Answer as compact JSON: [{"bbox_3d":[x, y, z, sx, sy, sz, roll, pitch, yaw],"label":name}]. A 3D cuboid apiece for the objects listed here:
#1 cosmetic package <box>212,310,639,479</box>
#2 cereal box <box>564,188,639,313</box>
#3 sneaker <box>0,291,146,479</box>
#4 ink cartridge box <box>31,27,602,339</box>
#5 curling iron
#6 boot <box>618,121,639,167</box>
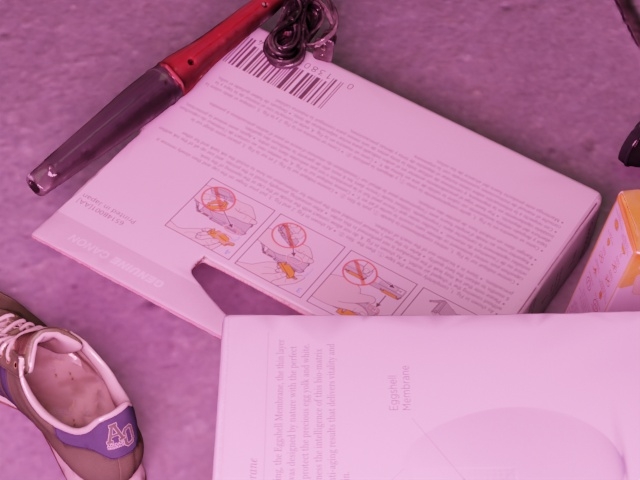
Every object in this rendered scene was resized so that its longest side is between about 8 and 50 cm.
[{"bbox_3d":[0.059,0.157,0.922,0.225,0.138,0.224,1,40,0],"label":"cosmetic package"},{"bbox_3d":[0.237,0.044,1.123,0.173,0.240,0.047,-6,60,-9],"label":"cereal box"},{"bbox_3d":[-0.173,0.075,1.156,0.064,0.086,0.192,-31,59,-28],"label":"sneaker"},{"bbox_3d":[0.000,0.000,1.251,0.296,0.066,0.261,28,52,18],"label":"ink cartridge box"},{"bbox_3d":[-0.090,-0.107,1.270,0.274,0.035,0.068,-33,59,-30],"label":"curling iron"},{"bbox_3d":[0.290,-0.065,1.353,0.121,0.045,0.099,-32,63,-29],"label":"boot"}]
